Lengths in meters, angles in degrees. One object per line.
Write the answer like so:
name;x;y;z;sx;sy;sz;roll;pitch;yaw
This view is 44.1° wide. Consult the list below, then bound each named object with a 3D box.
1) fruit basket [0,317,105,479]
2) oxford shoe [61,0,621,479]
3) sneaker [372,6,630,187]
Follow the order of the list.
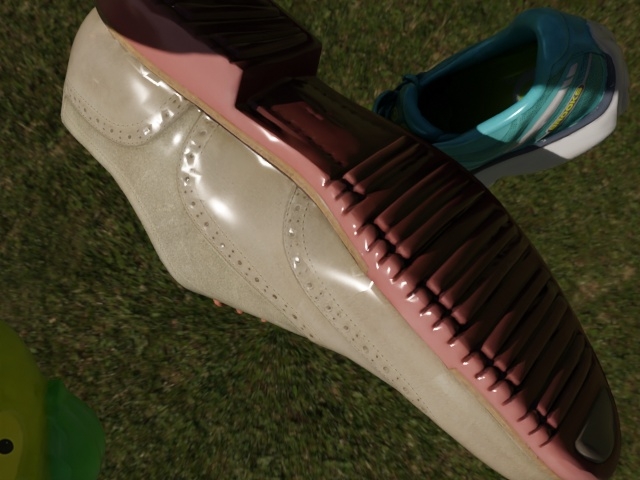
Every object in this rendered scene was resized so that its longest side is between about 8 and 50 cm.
fruit basket;-0.315;0.092;0.456;0.392;0.283;0.392;1;84;-5
oxford shoe;0.000;0.000;0.412;0.348;0.123;0.130;47;123;12
sneaker;0.065;-0.074;0.540;0.275;0.110;0.107;-30;65;33
